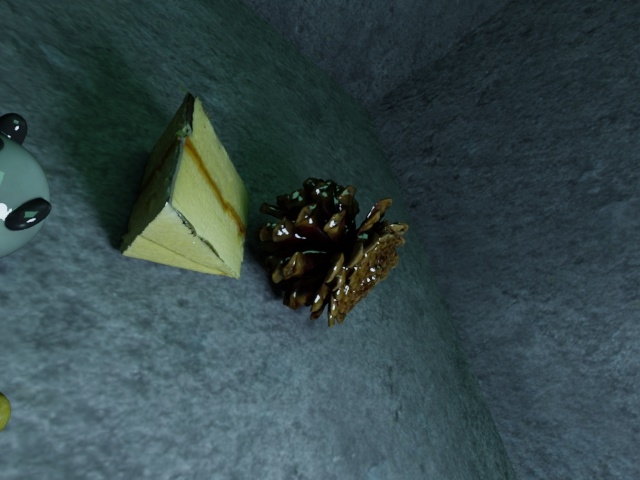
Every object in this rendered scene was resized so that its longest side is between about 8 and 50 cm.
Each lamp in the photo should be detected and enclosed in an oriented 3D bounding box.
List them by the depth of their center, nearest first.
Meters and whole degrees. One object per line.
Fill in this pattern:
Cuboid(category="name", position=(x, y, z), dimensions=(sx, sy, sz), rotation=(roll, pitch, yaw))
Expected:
Cuboid(category="lamp", position=(-0.470, -0.078, 0.653), dimensions=(0.197, 0.198, 0.244), rotation=(28, 23, -45))

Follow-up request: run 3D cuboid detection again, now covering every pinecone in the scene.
Cuboid(category="pinecone", position=(0.000, 0.000, 1.213), dimensions=(0.384, 0.384, 0.385), rotation=(40, 31, -31))

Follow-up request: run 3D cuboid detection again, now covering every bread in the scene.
Cuboid(category="bread", position=(-0.218, -0.088, 1.054), dimensions=(0.404, 0.242, 0.346), rotation=(24, 45, -43))

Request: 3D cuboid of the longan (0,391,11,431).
Cuboid(category="longan", position=(-0.402, 0.197, 0.578), dimensions=(0.075, 0.083, 0.075), rotation=(34, -5, 4))
